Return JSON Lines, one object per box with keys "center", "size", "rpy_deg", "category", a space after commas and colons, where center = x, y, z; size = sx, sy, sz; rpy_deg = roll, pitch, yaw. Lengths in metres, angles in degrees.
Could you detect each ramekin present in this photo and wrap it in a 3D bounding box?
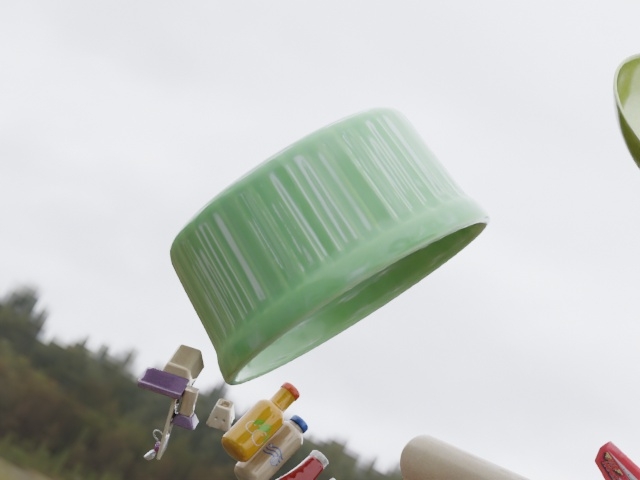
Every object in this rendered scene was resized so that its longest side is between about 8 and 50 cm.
{"center": [0.000, 0.000, 1.816], "size": [0.148, 0.303, 0.303], "rpy_deg": [58, -14, 8], "category": "ramekin"}

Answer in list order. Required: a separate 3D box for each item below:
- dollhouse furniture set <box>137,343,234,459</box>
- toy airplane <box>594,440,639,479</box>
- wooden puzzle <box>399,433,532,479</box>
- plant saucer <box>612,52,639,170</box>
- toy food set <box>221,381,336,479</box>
{"center": [-0.119, 0.156, 1.703], "size": [0.091, 0.081, 0.114], "rpy_deg": [18, 20, 4], "category": "dollhouse furniture set"}
{"center": [0.267, 0.250, 1.584], "size": [0.151, 0.151, 0.028], "rpy_deg": [15, -10, 41], "category": "toy airplane"}
{"center": [0.214, 0.427, 2.143], "size": [0.322, 0.080, 0.348], "rpy_deg": [20, -52, 49], "category": "wooden puzzle"}
{"center": [0.336, -0.064, 1.525], "size": [0.241, 0.241, 0.037], "rpy_deg": [30, -56, -3], "category": "plant saucer"}
{"center": [-0.006, 0.279, 2.118], "size": [0.232, 0.104, 0.111], "rpy_deg": [45, -23, 0], "category": "toy food set"}
